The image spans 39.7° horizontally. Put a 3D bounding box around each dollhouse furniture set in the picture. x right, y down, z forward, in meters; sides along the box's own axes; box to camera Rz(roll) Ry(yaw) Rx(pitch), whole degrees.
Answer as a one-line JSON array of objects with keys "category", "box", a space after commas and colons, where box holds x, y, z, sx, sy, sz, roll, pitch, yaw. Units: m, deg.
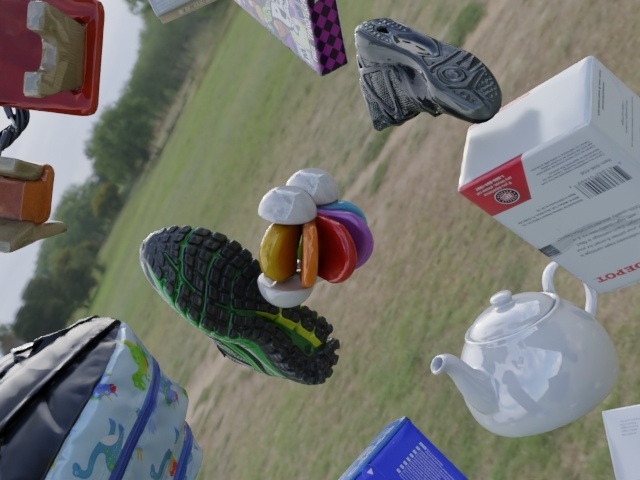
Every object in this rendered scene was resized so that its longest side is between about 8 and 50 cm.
[{"category": "dollhouse furniture set", "box": [-0.280, -0.144, 0.633, 0.135, 0.259, 0.261, -42, -39, -79]}]

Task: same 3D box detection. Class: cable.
[{"category": "cable", "box": [-0.610, -0.227, 1.573, 0.150, 0.185, 0.047, -66, -15, -8]}]

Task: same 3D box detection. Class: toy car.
[{"category": "toy car", "box": [0.000, 0.000, 1.166, 0.182, 0.136, 0.159, -42, -42, -58]}]

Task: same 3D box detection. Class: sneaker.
[{"category": "sneaker", "box": [-0.134, 0.108, 1.269, 0.146, 0.343, 0.134, -11, 45, 44]}, {"category": "sneaker", "box": [0.132, -0.182, 1.118, 0.087, 0.228, 0.130, -33, -40, -30]}]

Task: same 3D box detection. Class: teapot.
[{"category": "teapot", "box": [0.311, 0.157, 1.331, 0.253, 0.187, 0.256, -24, 8, 15]}]

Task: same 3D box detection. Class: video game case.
[{"category": "video game case", "box": [-0.058, -0.315, 0.927, 0.042, 0.210, 0.232, -31, -38, -14]}]

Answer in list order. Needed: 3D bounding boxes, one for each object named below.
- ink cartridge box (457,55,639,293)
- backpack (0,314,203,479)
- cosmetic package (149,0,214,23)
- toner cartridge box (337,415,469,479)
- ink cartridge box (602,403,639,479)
[{"category": "ink cartridge box", "box": [0.337, -0.067, 1.083, 0.197, 0.273, 0.114, -29, 36, 46]}, {"category": "backpack", "box": [-0.262, 0.233, 0.814, 0.290, 0.273, 0.355, -24, 41, 31]}, {"category": "cosmetic package", "box": [-0.250, -0.474, 1.378, 0.127, 0.237, 0.107, -25, 7, 0]}, {"category": "toner cartridge box", "box": [0.161, 0.391, 1.041, 0.165, 0.348, 0.075, -43, -4, -25]}, {"category": "ink cartridge box", "box": [0.465, 0.278, 0.874, 0.309, 0.130, 0.271, -26, 65, 51]}]
